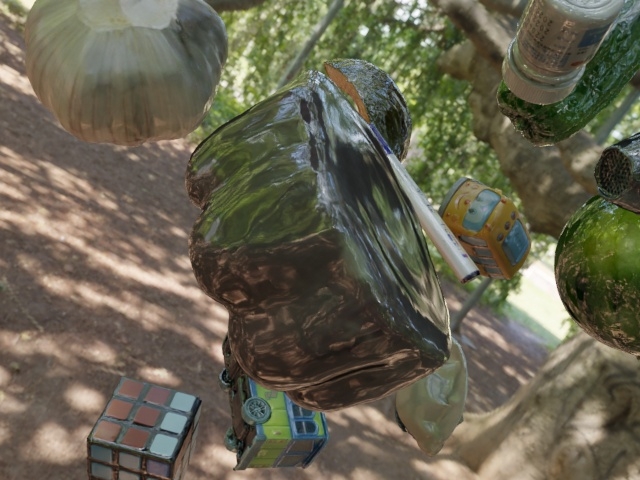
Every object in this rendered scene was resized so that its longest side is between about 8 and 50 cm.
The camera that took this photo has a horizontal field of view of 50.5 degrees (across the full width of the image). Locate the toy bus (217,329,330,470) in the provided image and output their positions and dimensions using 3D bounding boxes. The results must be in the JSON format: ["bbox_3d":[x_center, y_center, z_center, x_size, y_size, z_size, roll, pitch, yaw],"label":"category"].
[{"bbox_3d":[-0.109,0.323,1.468,0.190,0.152,0.312,6,46,-24],"label":"toy bus"}]

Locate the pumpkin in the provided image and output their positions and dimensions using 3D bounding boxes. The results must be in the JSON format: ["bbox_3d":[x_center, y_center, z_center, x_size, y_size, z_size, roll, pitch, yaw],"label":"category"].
[{"bbox_3d":[0.123,-0.262,1.356,0.169,0.148,0.312,136,-66,-74],"label":"pumpkin"}]

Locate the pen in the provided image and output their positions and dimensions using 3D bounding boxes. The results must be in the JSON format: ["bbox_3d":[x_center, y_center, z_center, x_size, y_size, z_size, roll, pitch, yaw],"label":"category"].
[{"bbox_3d":[0.128,-0.054,0.922,0.269,0.033,0.033,58,19,22],"label":"pen"}]

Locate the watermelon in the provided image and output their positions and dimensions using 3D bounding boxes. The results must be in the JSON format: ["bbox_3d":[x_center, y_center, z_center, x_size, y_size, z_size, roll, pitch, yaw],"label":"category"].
[{"bbox_3d":[0.450,0.040,0.943,0.242,0.242,0.242,33,10,-7],"label":"watermelon"}]

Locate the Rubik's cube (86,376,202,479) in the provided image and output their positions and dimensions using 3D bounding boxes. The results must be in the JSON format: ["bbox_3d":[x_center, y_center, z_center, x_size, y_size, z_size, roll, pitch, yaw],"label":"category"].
[{"bbox_3d":[-0.323,0.374,1.253,0.160,0.162,0.163,14,33,2],"label":"Rubik's cube"}]

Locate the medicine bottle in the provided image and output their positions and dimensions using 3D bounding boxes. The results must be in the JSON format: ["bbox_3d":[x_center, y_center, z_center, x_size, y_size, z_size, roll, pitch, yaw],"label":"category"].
[{"bbox_3d":[0.297,-0.257,0.844,0.105,0.105,0.168,36,-19,13],"label":"medicine bottle"}]

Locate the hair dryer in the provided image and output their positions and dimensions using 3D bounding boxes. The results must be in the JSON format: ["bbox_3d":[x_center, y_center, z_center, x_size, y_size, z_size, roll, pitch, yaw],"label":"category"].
[{"bbox_3d":[0.391,-0.040,0.548,0.235,0.091,0.271,-2,15,-15],"label":"hair dryer"}]

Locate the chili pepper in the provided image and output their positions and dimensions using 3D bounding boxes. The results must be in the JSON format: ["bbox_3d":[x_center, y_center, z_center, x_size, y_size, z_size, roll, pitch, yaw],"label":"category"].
[{"bbox_3d":[0.515,-0.369,1.351,0.213,0.385,0.167,41,-1,17],"label":"chili pepper"}]

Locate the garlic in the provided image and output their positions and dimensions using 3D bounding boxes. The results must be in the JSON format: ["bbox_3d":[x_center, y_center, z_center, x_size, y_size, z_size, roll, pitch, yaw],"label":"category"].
[{"bbox_3d":[-0.290,-0.286,1.032,0.317,0.259,0.317,10,57,-16],"label":"garlic"}]

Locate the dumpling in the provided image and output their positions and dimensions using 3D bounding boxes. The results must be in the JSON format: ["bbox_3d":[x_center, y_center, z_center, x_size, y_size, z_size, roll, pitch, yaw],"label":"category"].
[{"bbox_3d":[0.256,0.347,1.580,0.163,0.293,0.204,5,-30,11],"label":"dumpling"}]

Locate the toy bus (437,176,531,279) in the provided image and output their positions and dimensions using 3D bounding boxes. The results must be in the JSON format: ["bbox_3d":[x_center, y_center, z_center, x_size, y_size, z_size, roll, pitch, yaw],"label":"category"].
[{"bbox_3d":[0.312,-0.015,1.273,0.136,0.126,0.209,23,-18,41],"label":"toy bus"}]

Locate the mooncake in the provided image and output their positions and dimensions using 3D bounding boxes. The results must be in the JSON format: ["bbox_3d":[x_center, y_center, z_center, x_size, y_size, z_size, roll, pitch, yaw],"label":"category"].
[{"bbox_3d":[0.000,0.000,0.625,0.306,0.154,0.306,58,16,-26],"label":"mooncake"}]
